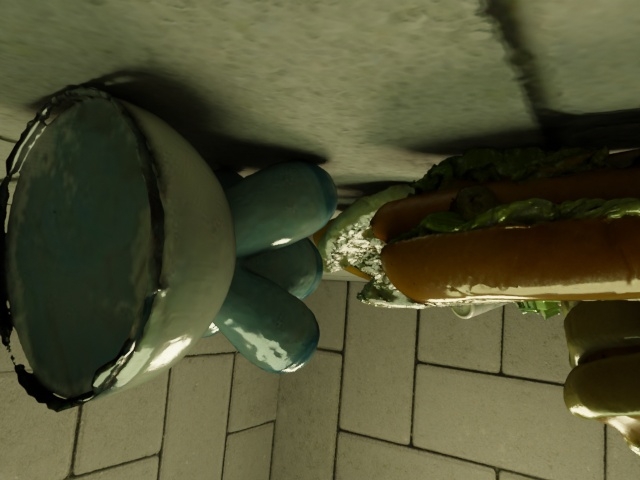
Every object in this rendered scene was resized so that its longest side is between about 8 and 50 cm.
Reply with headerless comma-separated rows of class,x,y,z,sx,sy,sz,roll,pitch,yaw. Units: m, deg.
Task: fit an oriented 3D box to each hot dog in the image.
hot dog,0.186,-0.016,0.377,0.337,0.135,0.100,-5,132,32

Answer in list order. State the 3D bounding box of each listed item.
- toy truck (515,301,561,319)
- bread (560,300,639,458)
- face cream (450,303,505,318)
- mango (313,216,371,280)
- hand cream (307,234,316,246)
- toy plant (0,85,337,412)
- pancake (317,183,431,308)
toy truck,0.471,0.105,1.022,0.128,0.135,0.259,-15,-174,-24
bread,0.493,0.140,0.669,0.301,0.341,0.210,4,151,26
face cream,0.486,0.129,1.313,0.311,0.092,0.092,-12,-178,-30
mango,0.107,0.017,0.757,0.253,0.113,0.138,11,-175,-17
hand cream,0.000,0.000,0.976,0.312,0.070,0.111,0,176,-38
toy plant,-0.102,0.017,0.478,0.247,0.247,0.332,0,176,34
pancake,0.121,0.019,0.631,0.254,0.037,0.253,3,142,3
